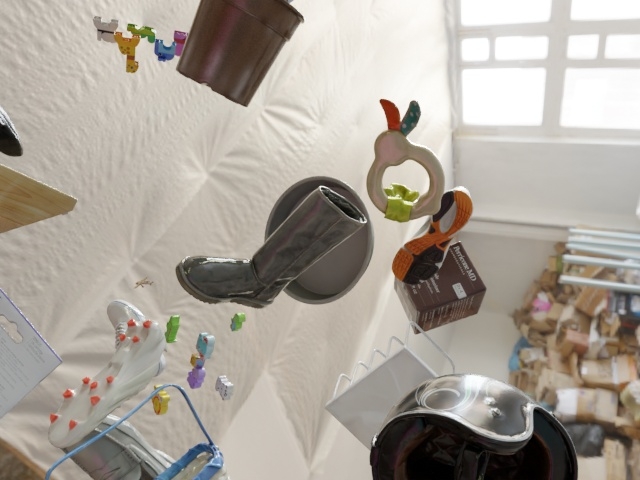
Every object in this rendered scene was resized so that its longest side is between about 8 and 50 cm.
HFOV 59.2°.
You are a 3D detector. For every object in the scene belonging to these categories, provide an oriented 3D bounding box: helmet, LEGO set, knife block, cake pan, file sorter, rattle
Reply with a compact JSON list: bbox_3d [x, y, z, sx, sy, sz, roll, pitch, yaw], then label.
[{"bbox_3d":[0.144,0.205,0.532,0.162,0.170,0.169,2,-86,-52],"label":"helmet"},{"bbox_3d":[-0.422,-0.449,1.336,0.087,0.227,0.093,-100,22,-43],"label":"LEGO set"},{"bbox_3d":[-0.669,-0.132,1.137,0.276,0.088,0.242,-22,-75,-23],"label":"knife block"},{"bbox_3d":[0.000,0.000,1.290,0.054,0.293,0.293,7,-91,-56],"label":"cake pan"},{"bbox_3d":[0.188,0.375,1.452,0.193,0.278,0.173,45,-158,-6],"label":"file sorter"},{"bbox_3d":[0.138,-0.139,0.927,0.143,0.130,0.199,-38,-66,-58],"label":"rattle"}]

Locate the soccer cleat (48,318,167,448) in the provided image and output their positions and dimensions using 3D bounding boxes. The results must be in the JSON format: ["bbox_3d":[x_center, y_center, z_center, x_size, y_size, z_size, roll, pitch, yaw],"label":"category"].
[{"bbox_3d":[-0.260,0.186,0.721,0.196,0.068,0.076,-58,-39,-41],"label":"soccer cleat"}]

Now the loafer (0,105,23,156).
[{"bbox_3d":[-0.667,-0.241,1.180,0.170,0.062,0.061,99,167,-60],"label":"loafer"}]

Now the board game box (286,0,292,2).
[{"bbox_3d":[-0.084,-0.463,0.959,0.020,0.090,0.090,-43,-26,-24],"label":"board game box"}]

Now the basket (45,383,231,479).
[{"bbox_3d":[-0.279,0.428,0.955,0.255,0.201,0.288,-33,-84,-28],"label":"basket"}]

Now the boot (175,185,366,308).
[{"bbox_3d":[-0.063,0.007,0.756,0.190,0.208,0.076,14,-134,-50],"label":"boot"}]

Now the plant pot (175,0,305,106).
[{"bbox_3d":[-0.133,-0.308,0.876,0.165,0.167,0.167,-63,-23,9],"label":"plant pot"}]

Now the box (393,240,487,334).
[{"bbox_3d":[0.332,0.137,1.600,0.167,0.203,0.168,79,170,-59],"label":"box"}]

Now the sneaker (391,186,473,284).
[{"bbox_3d":[0.262,-0.010,1.275,0.262,0.099,0.121,-55,-8,27],"label":"sneaker"}]

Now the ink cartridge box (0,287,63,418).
[{"bbox_3d":[-0.526,0.182,0.828,0.208,0.045,0.206,-49,-54,-39],"label":"ink cartridge box"}]

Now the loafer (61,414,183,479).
[{"bbox_3d":[-0.380,0.435,1.085,0.319,0.112,0.111,46,-169,-29],"label":"loafer"}]

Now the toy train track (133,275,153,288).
[{"bbox_3d":[-0.460,0.114,1.479,0.048,0.083,0.014,-49,-61,-34],"label":"toy train track"}]

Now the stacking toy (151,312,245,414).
[{"bbox_3d":[-0.248,0.251,1.170,0.167,0.052,0.221,0,-66,-40],"label":"stacking toy"}]

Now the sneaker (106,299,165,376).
[{"bbox_3d":[-0.525,0.267,1.557,0.094,0.258,0.091,-48,-20,16],"label":"sneaker"}]
